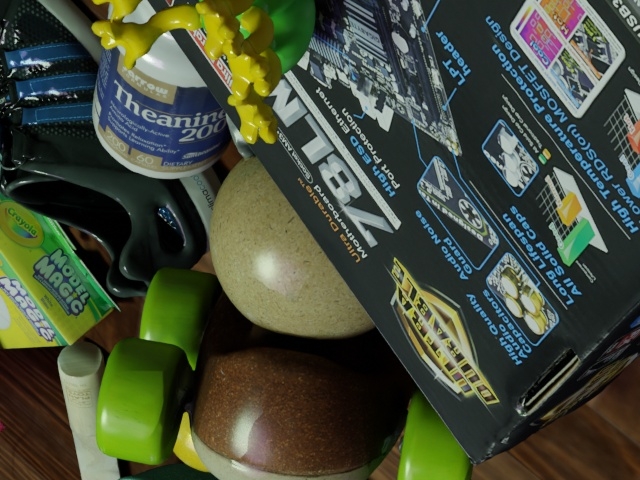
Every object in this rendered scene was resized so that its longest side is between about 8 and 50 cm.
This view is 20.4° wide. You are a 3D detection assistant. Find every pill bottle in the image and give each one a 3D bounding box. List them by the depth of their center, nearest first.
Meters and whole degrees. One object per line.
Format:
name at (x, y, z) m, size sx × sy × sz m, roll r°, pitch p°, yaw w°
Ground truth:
pill bottle at (-0.061, -0.083, 0.769) m, size 0.067 × 0.067 × 0.120 m, roll 40°, pitch 151°, yaw 10°

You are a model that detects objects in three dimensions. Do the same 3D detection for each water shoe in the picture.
water shoe at (-0.134, -0.061, 0.877) m, size 0.203 × 0.080 × 0.073 m, roll 44°, pitch 151°, yaw 4°

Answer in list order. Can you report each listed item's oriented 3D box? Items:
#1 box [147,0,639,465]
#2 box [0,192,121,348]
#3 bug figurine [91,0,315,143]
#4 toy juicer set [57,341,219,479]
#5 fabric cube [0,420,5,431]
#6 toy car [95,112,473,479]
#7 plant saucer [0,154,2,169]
box at (0.033, -0.108, 0.551) m, size 0.295 × 0.073 × 0.293 m, roll 56°, pitch 155°, yaw 15°
box at (-0.197, 0.016, 1.096) m, size 0.179 × 0.043 × 0.105 m, roll -10°, pitch 118°, yaw 54°
bug figurine at (-0.072, -0.157, 0.535) m, size 0.279 × 0.072 × 0.216 m, roll 36°, pitch 149°, yaw 37°
toy juicer set at (-0.088, 0.165, 1.089) m, size 0.329 × 0.089 × 0.209 m, roll 19°, pitch 141°, yaw 40°
fabric cube at (-0.403, 0.050, 1.127) m, size 0.254 × 0.258 × 0.259 m, roll 35°, pitch 153°, yaw 52°
toy car at (0.000, 0.000, 0.742) m, size 0.155 × 0.149 × 0.188 m, roll 9°, pitch 114°, yaw 5°
plant saucer at (-0.183, -0.079, 0.980) m, size 0.119 × 0.021 × 0.119 m, roll 32°, pitch 148°, yaw 23°
